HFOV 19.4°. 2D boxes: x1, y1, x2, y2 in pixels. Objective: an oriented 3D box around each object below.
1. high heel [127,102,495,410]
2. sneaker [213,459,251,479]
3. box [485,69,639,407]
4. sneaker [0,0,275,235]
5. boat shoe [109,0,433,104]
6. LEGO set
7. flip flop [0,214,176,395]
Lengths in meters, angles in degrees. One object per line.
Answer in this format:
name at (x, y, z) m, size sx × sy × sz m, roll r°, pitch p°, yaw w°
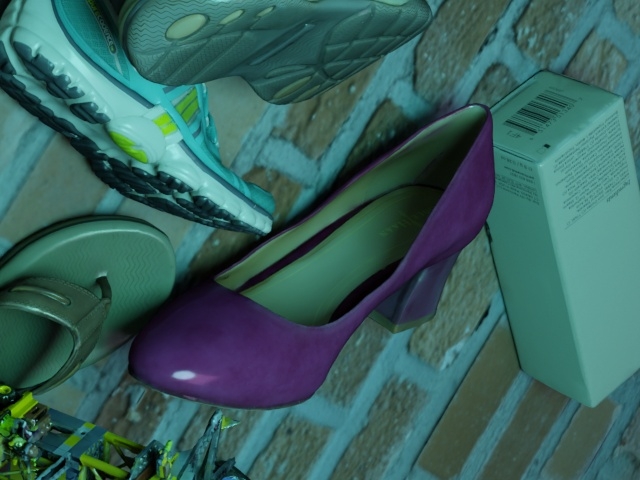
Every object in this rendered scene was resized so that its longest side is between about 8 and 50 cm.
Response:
high heel at (0.000, 0.000, 1.360) m, size 0.377 × 0.127 × 0.181 m, roll -23°, pitch 135°, yaw -57°
sneaker at (-0.067, 0.274, 1.473) m, size 0.087 × 0.083 × 0.221 m, roll -21°, pitch 119°, yaw -27°
box at (0.213, 0.001, 1.602) m, size 0.113 × 0.094 × 0.275 m, roll -37°, pitch 131°, yaw -26°
sneaker at (-0.104, -0.091, 1.254) m, size 0.275 × 0.107 × 0.110 m, roll 47°, pitch 63°, yaw -46°
boat shoe at (-0.031, -0.178, 1.233) m, size 0.132 × 0.130 × 0.355 m, roll -28°, pitch 170°, yaw 19°
LEGO set at (-0.152, 0.273, 1.202) m, size 0.255 × 0.192 × 0.331 m, roll -35°, pitch 139°, yaw -59°
flip flop at (-0.205, 0.064, 1.238) m, size 0.277 × 0.080 × 0.112 m, roll -19°, pitch 121°, yaw -39°
